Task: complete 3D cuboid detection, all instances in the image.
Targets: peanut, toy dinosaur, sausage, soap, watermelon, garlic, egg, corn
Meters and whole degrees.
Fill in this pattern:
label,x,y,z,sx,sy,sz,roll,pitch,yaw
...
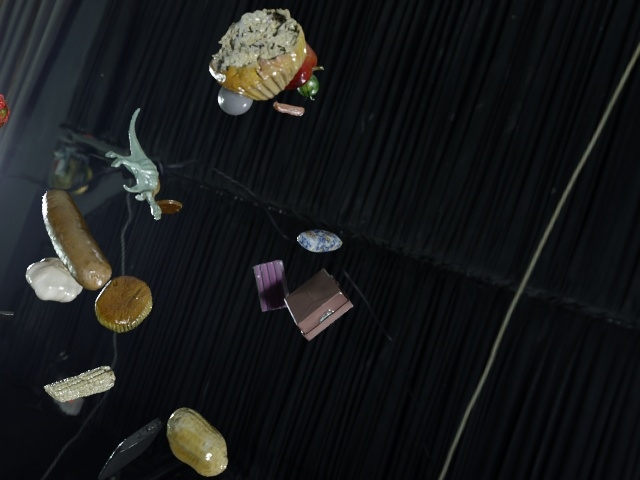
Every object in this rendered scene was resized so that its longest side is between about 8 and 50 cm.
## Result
label,x,y,z,sx,sy,sz,roll,pitch,yaw
peanut,-0.368,0.601,1.385,0.224,0.129,0.129,39,-176,15
toy dinosaur,-0.625,-0.265,1.575,0.092,0.393,0.205,-23,157,25
sausage,-0.857,-0.024,1.606,0.501,0.123,0.136,47,-170,29
soap,-0.204,0.192,1.976,0.122,0.203,0.065,-12,173,13
watermelon,-0.054,-0.678,2.047,0.108,0.109,0.109,19,178,1
garlic,-0.955,0.111,1.733,0.199,0.226,0.199,41,-167,-12
sausage,-0.132,-0.541,1.913,0.157,0.042,0.036,0,-140,-46
egg,-0.378,-0.630,2.064,0.146,0.147,0.198,20,167,-34
corn,-0.809,0.494,1.582,0.210,0.087,0.087,-15,-158,-40

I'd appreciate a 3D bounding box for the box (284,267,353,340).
label,x,y,z,sx,sy,sz,roll,pitch,yaw
box,-0.015,0.232,1.743,0.086,0.215,0.215,52,180,-28

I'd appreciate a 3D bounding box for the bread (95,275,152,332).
label,x,y,z,sx,sy,sz,roll,pitch,yaw
bread,-0.923,0.299,2.203,0.227,0.253,0.142,32,147,2

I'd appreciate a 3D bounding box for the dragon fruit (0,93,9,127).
label,x,y,z,sx,sy,sz,roll,pitch,yaw
dragon fruit,-0.949,-0.342,1.260,0.166,0.160,0.172,-13,-157,3

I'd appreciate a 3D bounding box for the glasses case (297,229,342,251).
label,x,y,z,sx,sy,sz,roll,pitch,yaw
glasses case,0.000,0.000,1.767,0.087,0.065,0.248,40,-160,21

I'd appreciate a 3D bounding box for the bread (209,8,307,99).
label,x,y,z,sx,sy,sz,roll,pitch,yaw
bread,-0.160,-0.487,1.246,0.274,0.274,0.149,18,158,32

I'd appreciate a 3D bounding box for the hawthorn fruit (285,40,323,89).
label,x,y,z,sx,sy,sz,roll,pitch,yaw
hawthorn fruit,-0.117,-0.645,1.669,0.260,0.224,0.224,24,180,16

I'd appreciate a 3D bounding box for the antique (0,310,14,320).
label,x,y,z,sx,sy,sz,roll,pitch,yaw
antique,-1.062,0.226,1.444,0.192,0.031,0.015,13,-153,-33

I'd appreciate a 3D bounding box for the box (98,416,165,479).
label,x,y,z,sx,sy,sz,roll,pitch,yaw
box,-0.586,0.646,1.449,0.042,0.201,0.212,44,-157,12

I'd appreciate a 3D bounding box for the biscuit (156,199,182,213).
label,x,y,z,sx,sy,sz,roll,pitch,yaw
biscuit,-0.733,-0.165,2.245,0.124,0.026,0.175,4,166,-23
